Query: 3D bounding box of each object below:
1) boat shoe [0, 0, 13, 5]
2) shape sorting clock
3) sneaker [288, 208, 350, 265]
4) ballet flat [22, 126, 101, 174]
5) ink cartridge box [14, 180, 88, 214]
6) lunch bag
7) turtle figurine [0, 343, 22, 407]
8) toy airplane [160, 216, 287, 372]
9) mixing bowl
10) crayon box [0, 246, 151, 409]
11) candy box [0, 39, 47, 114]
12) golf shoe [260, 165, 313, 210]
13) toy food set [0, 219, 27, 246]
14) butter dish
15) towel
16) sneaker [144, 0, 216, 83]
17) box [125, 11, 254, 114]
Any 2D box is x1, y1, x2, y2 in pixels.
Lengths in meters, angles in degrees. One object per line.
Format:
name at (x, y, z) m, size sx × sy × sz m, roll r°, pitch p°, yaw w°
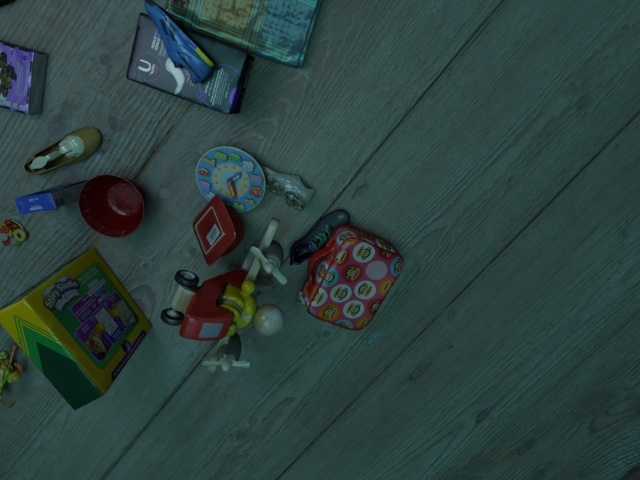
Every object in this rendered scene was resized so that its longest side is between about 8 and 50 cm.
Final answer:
boat shoe at (-0.831, -0.625, 1.169) m, size 0.178 × 0.064 × 0.060 m, roll -23°, pitch 109°, yaw 9°
shape sorting clock at (-0.256, -0.170, 1.319) m, size 0.206 × 0.040 × 0.206 m, roll 2°, pitch 123°, yaw 3°
sneaker at (0.000, 0.000, 1.366) m, size 0.224 × 0.098 × 0.083 m, roll -40°, pitch 104°, yaw 12°
ballet flat at (-0.721, -0.241, 1.291) m, size 0.232 × 0.073 × 0.080 m, roll -27°, pitch 107°, yaw 7°
ink cartridge box at (-0.718, -0.120, 1.260) m, size 0.097 × 0.207 × 0.046 m, roll -9°, pitch 106°, yaw 2°
lunch bag at (0.075, 0.109, 1.363) m, size 0.258 × 0.120 × 0.293 m, roll 22°, pitch 108°, yaw -24°
turtle figurine at (-1.052, 0.403, 1.490) m, size 0.217 × 0.087 × 0.269 m, roll 21°, pitch 115°, yaw -1°
toy airplane at (-0.212, 0.168, 1.279) m, size 0.272 × 0.386 × 0.384 m, roll 28°, pitch 62°, yaw 13°
mixing bowl at (-0.579, -0.108, 1.323) m, size 0.181 × 0.098 × 0.181 m, roll -1°, pitch 108°, yaw -2°
crayon box at (-0.658, 0.225, 1.291) m, size 0.106 × 0.363 × 0.313 m, roll -28°, pitch 106°, yaw 8°
candy box at (-0.847, -0.442, 1.225) m, size 0.196 × 0.070 × 0.164 m, roll 15°, pitch 107°, yaw -6°
golf shoe at (-0.099, -0.165, 1.341) m, size 0.176 × 0.069 × 0.086 m, roll 40°, pitch 63°, yaw 0°
toy food set at (-0.928, -0.022, 1.387) m, size 0.083 × 0.020 × 0.083 m, roll -32°, pitch 106°, yaw 9°
butter dish at (-0.277, -0.028, 1.346) m, size 0.160 × 0.118 × 0.160 m, roll -42°, pitch 62°, yaw 31°
towel at (-0.180, -0.624, 1.164) m, size 0.370 × 0.040 × 0.271 m, roll 15°, pitch 107°, yaw -15°
sneaker at (-0.343, -0.461, 1.078) m, size 0.082 × 0.069 × 0.209 m, roll -40°, pitch 102°, yaw 13°
box at (-0.328, -0.446, 1.192) m, size 0.270 × 0.143 × 0.165 m, roll 19°, pitch 105°, yaw -6°
